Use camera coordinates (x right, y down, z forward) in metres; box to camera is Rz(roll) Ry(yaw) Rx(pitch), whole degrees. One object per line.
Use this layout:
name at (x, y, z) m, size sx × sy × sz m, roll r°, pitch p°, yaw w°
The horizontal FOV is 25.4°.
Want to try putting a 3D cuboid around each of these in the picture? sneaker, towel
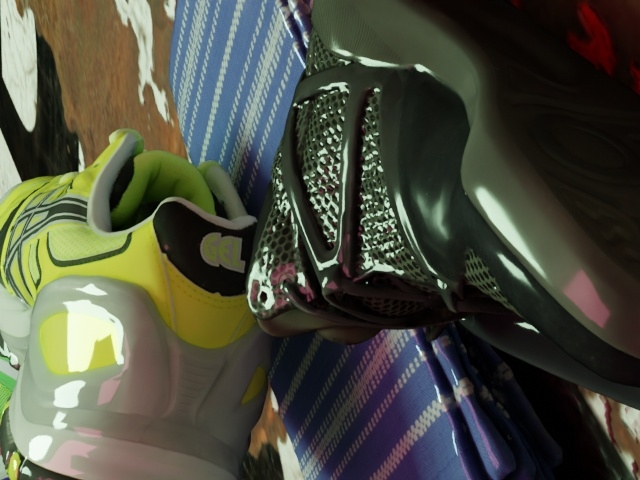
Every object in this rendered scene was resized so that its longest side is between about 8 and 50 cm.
sneaker at (0.046, 0.003, 0.443) m, size 0.227 × 0.087 × 0.130 m, roll 50°, pitch 128°, yaw 52°
sneaker at (-0.094, 0.016, 0.752) m, size 0.147 × 0.145 × 0.384 m, roll -68°, pitch 24°, yaw 8°
towel at (0.000, 0.000, 0.675) m, size 0.243 × 0.040 × 0.336 m, roll 114°, pitch 138°, yaw -61°

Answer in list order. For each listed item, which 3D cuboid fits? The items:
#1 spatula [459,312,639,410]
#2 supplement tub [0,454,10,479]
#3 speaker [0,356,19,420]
spatula at (0.118, 0.056, 0.410) m, size 0.296 × 0.030 × 0.084 m, roll 32°, pitch 133°, yaw 60°
supplement tub at (-0.133, 0.314, 0.909) m, size 0.331 × 0.241 × 0.241 m, roll -128°, pitch 32°, yaw -45°
speaker at (-0.217, 0.149, 1.169) m, size 0.131 × 0.131 × 0.296 m, roll -125°, pitch 29°, yaw -42°
